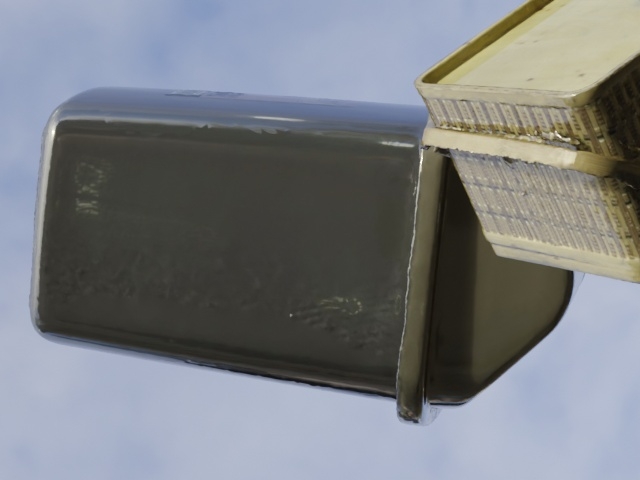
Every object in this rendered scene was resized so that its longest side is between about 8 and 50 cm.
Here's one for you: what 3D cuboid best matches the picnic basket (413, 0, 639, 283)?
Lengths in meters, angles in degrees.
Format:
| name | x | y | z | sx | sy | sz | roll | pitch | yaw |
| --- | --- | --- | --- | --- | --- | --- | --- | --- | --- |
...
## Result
| name | x | y | z | sx | sy | sz | roll | pitch | yaw |
| --- | --- | --- | --- | --- | --- | --- | --- | --- | --- |
| picnic basket | 0.130 | -0.060 | 0.722 | 0.164 | 0.115 | 0.079 | -35 | -67 | -21 |

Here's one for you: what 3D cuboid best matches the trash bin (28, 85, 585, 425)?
| name | x | y | z | sx | sy | sz | roll | pitch | yaw |
| --- | --- | --- | --- | --- | --- | --- | --- | --- | --- |
| trash bin | 0.000 | 0.000 | 1.059 | 0.290 | 0.209 | 0.182 | 6 | -83 | 10 |
